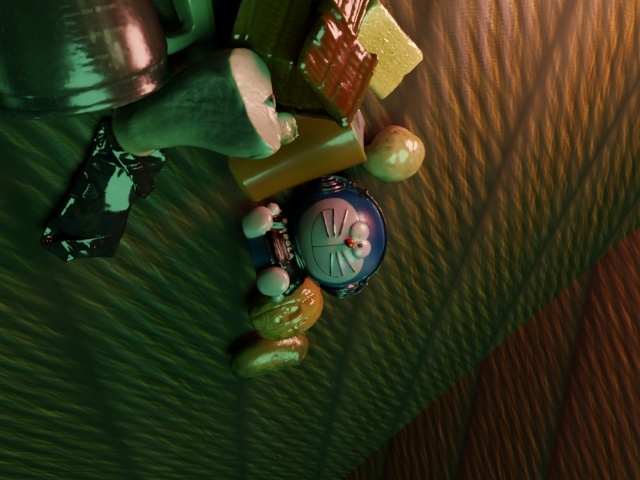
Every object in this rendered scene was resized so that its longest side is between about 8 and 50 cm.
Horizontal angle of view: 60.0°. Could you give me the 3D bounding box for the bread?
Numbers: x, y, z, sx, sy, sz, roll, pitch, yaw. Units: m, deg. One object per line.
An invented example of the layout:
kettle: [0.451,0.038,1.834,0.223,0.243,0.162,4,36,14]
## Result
bread: [0.100,-0.366,1.045,0.125,0.068,0.188,-44,141,17]

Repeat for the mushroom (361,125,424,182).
mushroom: [0.163,-0.193,1.252,0.148,0.112,0.148,-17,141,-14]

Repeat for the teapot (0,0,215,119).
teapot: [-0.290,-0.307,0.712,0.322,0.239,0.239,-14,127,-14]

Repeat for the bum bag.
bum bag: [-0.396,-0.079,1.022,0.137,0.074,0.310,23,113,-34]

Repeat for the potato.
potato: [-0.153,0.332,1.640,0.251,0.113,0.149,-12,148,-11]

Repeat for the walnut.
walnut: [-0.091,0.179,1.470,0.207,0.159,0.159,-30,143,0]

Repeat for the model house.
model house: [-0.018,-0.312,0.872,0.229,0.219,0.199,24,89,-5]

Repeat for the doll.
doll: [0.000,0.000,1.269,0.310,0.284,0.240,-15,-173,1]

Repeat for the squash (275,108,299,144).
squash: [-0.154,-0.208,0.972,0.239,0.069,0.069,8,138,3]

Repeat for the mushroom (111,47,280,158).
mushroom: [-0.205,-0.190,0.852,0.329,0.159,0.122,-4,163,34]

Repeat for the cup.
cup: [-0.054,-0.207,1.064,0.264,0.182,0.226,-27,110,4]
